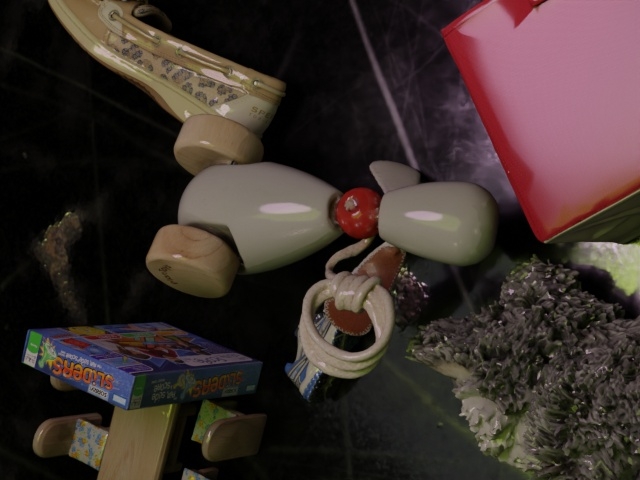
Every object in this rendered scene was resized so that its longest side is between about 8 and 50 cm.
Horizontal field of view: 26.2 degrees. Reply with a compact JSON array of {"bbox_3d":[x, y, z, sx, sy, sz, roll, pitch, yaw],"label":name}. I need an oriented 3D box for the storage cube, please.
[{"bbox_3d":[0.245,-0.122,1.087,0.215,0.184,0.193,-30,74,28],"label":"storage cube"}]

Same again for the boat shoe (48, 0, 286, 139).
[{"bbox_3d":[-0.156,-0.194,1.395,0.285,0.104,0.089,37,103,16],"label":"boat shoe"}]

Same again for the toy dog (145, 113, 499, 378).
[{"bbox_3d":[0.000,0.000,1.254,0.334,0.161,0.220,28,78,31],"label":"toy dog"}]

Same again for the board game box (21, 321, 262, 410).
[{"bbox_3d":[-0.168,0.118,1.328,0.136,0.201,0.035,19,99,32],"label":"board game box"}]

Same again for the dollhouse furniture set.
[{"bbox_3d":[-0.208,0.247,1.372,0.212,0.161,0.242,20,99,31],"label":"dollhouse furniture set"}]

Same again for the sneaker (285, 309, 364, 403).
[{"bbox_3d":[0.004,0.086,1.311,0.058,0.052,0.135,37,107,32],"label":"sneaker"}]

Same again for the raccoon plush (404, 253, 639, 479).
[{"bbox_3d":[0.261,0.066,1.025,0.299,0.216,0.446,52,134,22],"label":"raccoon plush"}]
